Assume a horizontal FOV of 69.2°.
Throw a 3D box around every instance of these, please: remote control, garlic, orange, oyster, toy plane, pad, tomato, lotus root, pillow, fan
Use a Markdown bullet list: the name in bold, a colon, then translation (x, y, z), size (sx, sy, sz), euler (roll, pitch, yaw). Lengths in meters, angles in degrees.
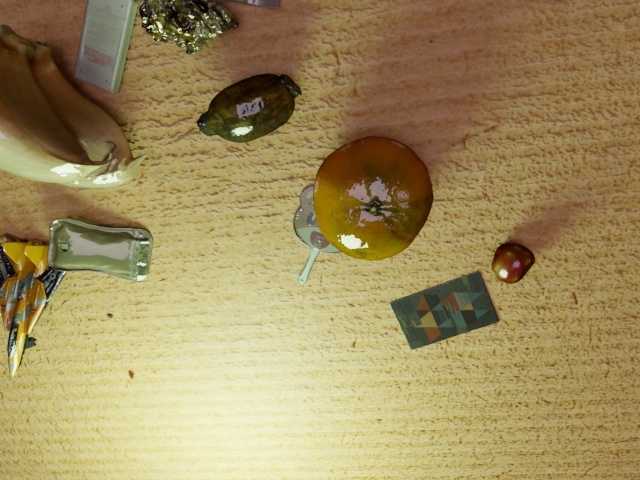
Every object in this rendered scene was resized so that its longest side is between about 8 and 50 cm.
- **remote control**: translation (-0.410, -0.388, 0.887), size (0.088, 0.029, 0.190), euler (22, 112, -3)
- **garlic**: translation (-0.506, -0.215, 0.854), size (0.249, 0.286, 0.313), euler (-35, 105, -19)
- **orange**: translation (0.098, -0.075, 0.882), size (0.240, 0.171, 0.240), euler (1, 111, 2)
- **oyster**: translation (-0.236, -0.392, 0.839), size (0.177, 0.056, 0.105), euler (4, 142, -5)
- **toy plane**: translation (-0.677, 0.151, 1.074), size (0.204, 0.103, 0.315), euler (8, 97, 4)
- **pad**: translation (0.280, 0.163, 1.052), size (0.212, 0.003, 0.142), euler (-23, 107, 14)
- **tomato**: translation (0.392, 0.045, 0.955), size (0.075, 0.087, 0.087), euler (38, 115, 29)
- **lotus root**: translation (-0.135, -0.243, 0.869), size (0.210, 0.120, 0.120), euler (-20, 108, 11)
- **pillow**: translation (-0.492, 0.019, 1.040), size (0.218, 0.033, 0.130), euler (11, 104, -12)
- **fan**: translation (0.000, 0.000, 1.012), size (0.153, 0.008, 0.226), euler (21, 111, -4)

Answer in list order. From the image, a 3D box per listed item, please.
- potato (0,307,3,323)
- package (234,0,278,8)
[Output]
- **potato**: translation (-0.852, 0.135, 1.115), size (0.164, 0.081, 0.200), euler (-29, 108, 15)
- **package**: translation (-0.183, -0.531, 0.798), size (0.251, 0.062, 0.203), euler (8, 113, -11)
